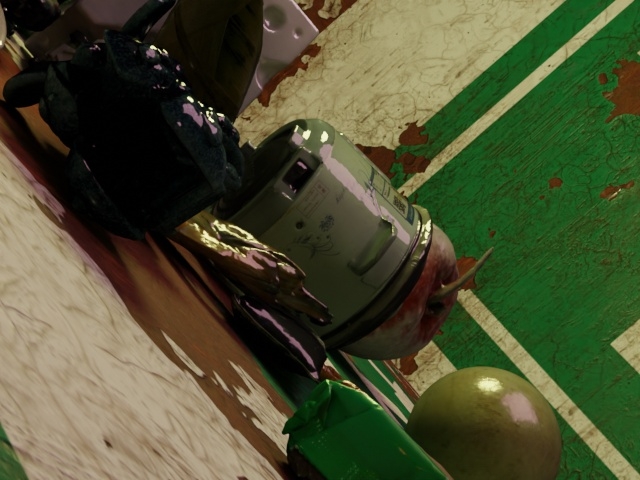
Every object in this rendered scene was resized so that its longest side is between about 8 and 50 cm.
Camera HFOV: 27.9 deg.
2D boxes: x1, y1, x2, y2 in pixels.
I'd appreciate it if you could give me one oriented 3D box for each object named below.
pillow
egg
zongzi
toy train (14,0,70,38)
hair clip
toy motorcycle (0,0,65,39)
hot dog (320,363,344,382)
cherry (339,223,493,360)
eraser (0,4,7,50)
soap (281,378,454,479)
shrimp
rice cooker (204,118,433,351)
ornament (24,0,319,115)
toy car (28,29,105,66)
[{"bbox_3d":[-0.046,0.111,1.526,0.141,0.055,0.208,42,1,3],"label":"pillow"},{"bbox_3d":[0.227,0.295,1.819,0.218,0.218,0.295,50,-11,20],"label":"egg"},{"bbox_3d":[-0.140,-0.179,1.423,0.125,0.250,0.274,21,-10,-7],"label":"zongzi"},{"bbox_3d":[-0.370,-0.311,1.875,0.269,0.115,0.154,49,10,-6],"label":"toy train"},{"bbox_3d":[-0.174,-0.114,1.257,0.206,0.194,0.310,56,0,-2],"label":"hair clip"},{"bbox_3d":[-0.387,-0.369,1.553,0.232,0.172,0.416,50,6,-16],"label":"toy motorcycle"},{"bbox_3d":[0.023,0.202,1.796,0.137,0.028,0.044,49,8,-35],"label":"hot dog"},{"bbox_3d":[0.095,0.067,2.367,0.326,0.291,0.335,26,1,-38],"label":"cherry"},{"bbox_3d":[-0.390,-0.276,1.261,0.204,0.059,0.243,48,5,-22],"label":"eraser"},{"bbox_3d":[0.073,0.235,1.152,0.218,0.098,0.273,42,-4,32],"label":"soap"},{"bbox_3d":[-0.093,0.018,1.473,0.254,0.059,0.145,32,-1,6],"label":"shrimp"},{"bbox_3d":[0.000,0.000,1.731,0.317,0.264,0.316,29,-25,15],"label":"rice cooker"},{"bbox_3d":[-0.199,-0.266,1.701,0.240,0.239,0.240,49,-24,-16],"label":"ornament"},{"bbox_3d":[-0.274,-0.175,1.534,0.139,0.112,0.112,38,-21,42],"label":"toy car"}]
